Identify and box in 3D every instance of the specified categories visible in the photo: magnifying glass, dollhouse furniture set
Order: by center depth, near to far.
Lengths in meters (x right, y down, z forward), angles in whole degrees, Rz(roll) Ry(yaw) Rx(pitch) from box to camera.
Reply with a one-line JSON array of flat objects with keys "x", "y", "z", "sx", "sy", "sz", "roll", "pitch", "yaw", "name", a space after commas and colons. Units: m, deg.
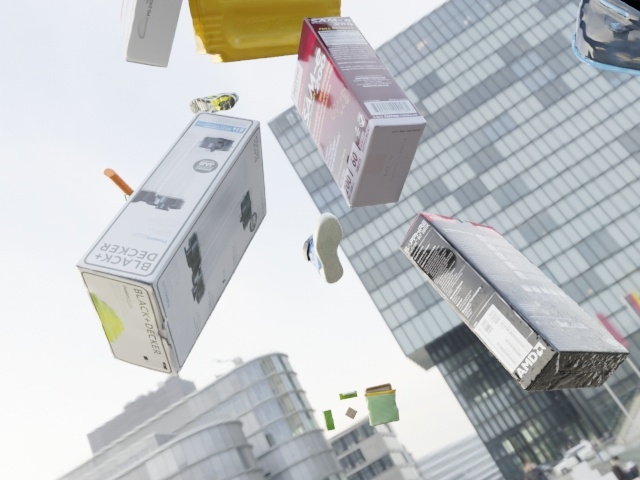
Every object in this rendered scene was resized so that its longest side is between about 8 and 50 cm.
[{"x": 0.080, "y": 0.321, "z": 1.178, "sx": 0.152, "sy": 0.076, "sz": 0.058, "roll": -10, "pitch": -11, "yaw": -6, "name": "dollhouse furniture set"}, {"x": -0.441, "y": -0.106, "z": 1.455, "sx": 0.026, "sy": 0.092, "sz": 0.231, "roll": -62, "pitch": -19, "yaw": -14, "name": "magnifying glass"}]

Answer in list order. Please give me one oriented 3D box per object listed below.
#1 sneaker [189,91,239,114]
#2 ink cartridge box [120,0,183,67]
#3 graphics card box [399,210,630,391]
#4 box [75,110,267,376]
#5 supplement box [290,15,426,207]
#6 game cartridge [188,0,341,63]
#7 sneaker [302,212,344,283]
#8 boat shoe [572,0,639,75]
[{"x": -0.161, "y": -0.209, "z": 0.949, "sx": 0.083, "sy": 0.031, "sz": 0.035, "roll": -2, "pitch": 23, "yaw": 22, "name": "sneaker"}, {"x": -0.248, "y": -0.335, "z": 0.897, "sx": 0.063, "sy": 0.150, "sz": 0.109, "roll": 5, "pitch": -49, "yaw": -26, "name": "ink cartridge box"}, {"x": 0.331, "y": 0.099, "z": 1.097, "sx": 0.233, "sy": 0.371, "sz": 0.094, "roll": 9, "pitch": -60, "yaw": -39, "name": "graphics card box"}, {"x": -0.159, "y": -0.007, "z": 0.747, "sx": 0.087, "sy": 0.289, "sz": 0.169, "roll": 12, "pitch": -42, "yaw": 12, "name": "box"}, {"x": 0.038, "y": -0.171, "z": 0.798, "sx": 0.073, "sy": 0.239, "sz": 0.130, "roll": -8, "pitch": -41, "yaw": -21, "name": "supplement box"}, {"x": -0.086, "y": -0.453, "z": 0.971, "sx": 0.285, "sy": 0.053, "sz": 0.323, "roll": -20, "pitch": -68, "yaw": -37, "name": "game cartridge"}, {"x": -0.001, "y": 0.000, "z": 1.110, "sx": 0.058, "sy": 0.084, "sz": 0.152, "roll": -28, "pitch": -46, "yaw": -18, "name": "sneaker"}, {"x": 0.361, "y": -0.193, "z": 0.571, "sx": 0.109, "sy": 0.258, "sz": 0.089, "roll": -50, "pitch": -39, "yaw": -33, "name": "boat shoe"}]
